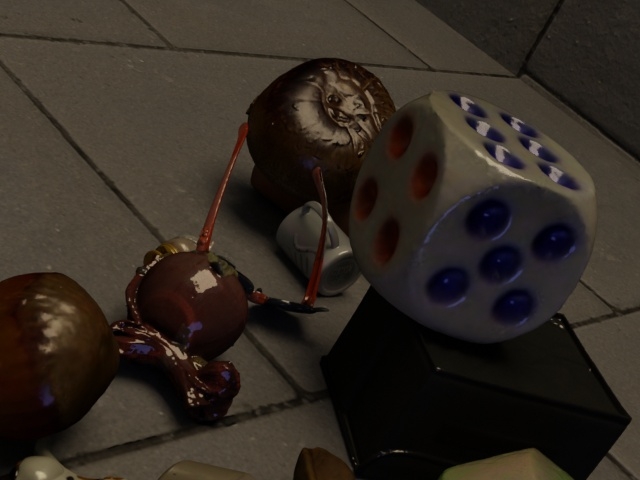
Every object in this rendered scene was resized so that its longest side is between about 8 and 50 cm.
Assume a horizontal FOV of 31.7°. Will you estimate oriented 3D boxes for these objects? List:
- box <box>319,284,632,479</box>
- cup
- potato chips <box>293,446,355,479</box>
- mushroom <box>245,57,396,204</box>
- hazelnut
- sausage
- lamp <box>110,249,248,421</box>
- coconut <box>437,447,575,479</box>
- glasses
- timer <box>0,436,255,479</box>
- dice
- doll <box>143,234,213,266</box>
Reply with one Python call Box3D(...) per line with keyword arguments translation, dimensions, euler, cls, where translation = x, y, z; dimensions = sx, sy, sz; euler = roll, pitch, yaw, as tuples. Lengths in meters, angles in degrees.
Box3D(translation=(0.213, 0.213, 1.608), dimensions=(0.345, 0.204, 0.251), euler=(16, 28, -23), cls="box")
Box3D(translation=(-0.007, 0.008, 1.864), dimensions=(0.133, 0.099, 0.136), euler=(50, 1, 35), cls="cup")
Box3D(translation=(0.014, 0.329, 1.330), dimensions=(0.195, 0.062, 0.208), euler=(50, 9, -32), cls="potato chips")
Box3D(translation=(0.004, -0.198, 1.939), dimensions=(0.278, 0.163, 0.297), euler=(32, 50, 11), cls="mushroom")
Box3D(translation=(-0.329, 0.122, 1.253), dimensions=(0.210, 0.186, 0.210), euler=(21, 25, -10), cls="hazelnut")
Box3D(translation=(0.019, -0.067, 2.022), dimensions=(0.304, 0.121, 0.121), euler=(34, 26, 12), cls="sausage")
Box3D(translation=(-0.171, 0.115, 1.501), dimensions=(0.215, 0.151, 0.223), euler=(28, 68, 12), cls="lamp")
Box3D(translation=(0.230, 0.351, 1.314), dimensions=(0.236, 0.236, 0.204), euler=(53, -4, 41), cls="coconut")
Box3D(translation=(-0.068, -0.031, 1.700), dimensions=(0.234, 0.268, 0.118), euler=(28, -21, -37), cls="glasses")
Box3D(translation=(-0.218, 0.278, 1.165), dimensions=(0.266, 0.175, 0.175), euler=(18, 22, 18), cls="timer")
Box3D(translation=(0.200, -0.034, 1.525), dimensions=(0.243, 0.251, 0.259), euler=(18, 26, -22), cls="dice")
Box3D(translation=(-0.203, 0.033, 1.694), dimensions=(0.127, 0.073, 0.084), euler=(-20, 86, -52), cls="doll")
